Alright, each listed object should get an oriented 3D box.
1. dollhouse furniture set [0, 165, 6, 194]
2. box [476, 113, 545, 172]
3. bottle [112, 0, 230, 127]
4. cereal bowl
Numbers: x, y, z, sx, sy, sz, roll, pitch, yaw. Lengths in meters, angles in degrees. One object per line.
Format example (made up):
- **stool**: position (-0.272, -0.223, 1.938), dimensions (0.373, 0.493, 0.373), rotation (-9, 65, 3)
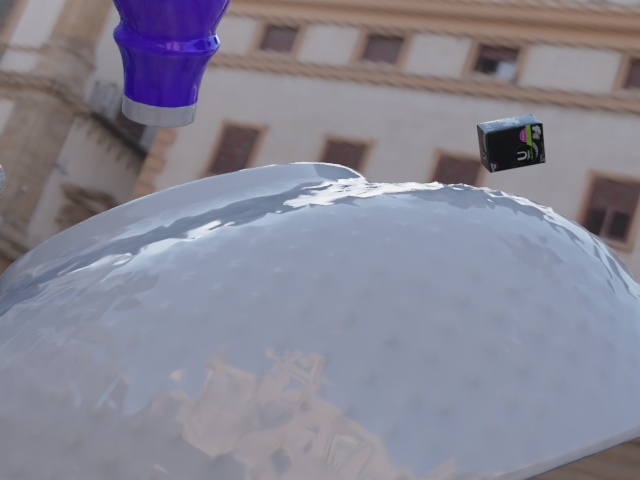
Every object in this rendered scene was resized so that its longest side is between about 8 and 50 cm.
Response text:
- **dollhouse furniture set**: position (-0.386, -0.101, 0.601), dimensions (0.394, 0.362, 0.256), rotation (0, 16, 34)
- **box**: position (0.269, -0.137, 1.894), dimensions (0.083, 0.062, 0.052), rotation (-10, 21, -5)
- **bottle**: position (-0.124, -0.239, 1.139), dimensions (0.092, 0.282, 0.118), rotation (23, 28, 28)
- **cereal bowl**: position (-0.034, 0.064, 0.539), dimensions (0.339, 0.141, 0.339), rotation (-18, -13, -4)
